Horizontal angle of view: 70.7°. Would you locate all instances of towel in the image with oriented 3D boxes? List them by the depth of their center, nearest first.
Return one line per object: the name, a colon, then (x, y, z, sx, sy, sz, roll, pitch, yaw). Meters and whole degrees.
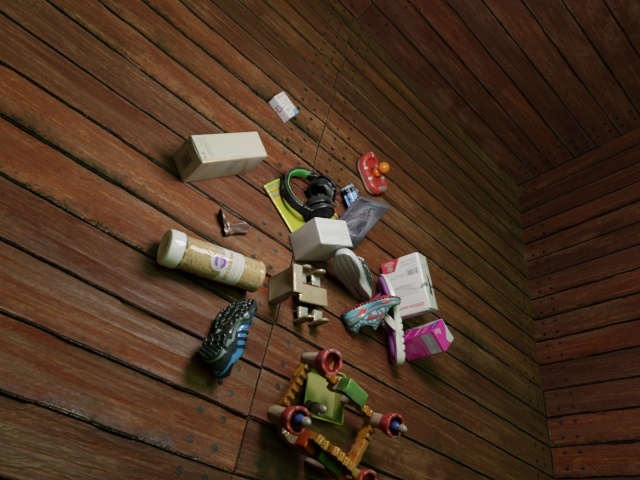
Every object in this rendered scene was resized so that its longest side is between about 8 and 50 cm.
towel: (-0.152, -0.146, 1.920, 0.102, 0.021, 0.237, -33, 93, -45)

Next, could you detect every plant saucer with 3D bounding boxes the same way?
plant saucer: (0.007, 0.564, 1.657, 0.188, 0.045, 0.189, 29, 51, -30)

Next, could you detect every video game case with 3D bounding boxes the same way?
video game case: (0.157, -0.074, 1.996, 0.196, 0.274, 0.026, 11, 40, -40)

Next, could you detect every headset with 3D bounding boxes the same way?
headset: (0.019, -0.192, 1.967, 0.394, 0.185, 0.244, 28, 45, -20)

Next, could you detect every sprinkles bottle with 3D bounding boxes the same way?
sprinkles bottle: (-0.360, 0.074, 1.517, 0.355, 0.121, 0.121, 23, 54, -35)

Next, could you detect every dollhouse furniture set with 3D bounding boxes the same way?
dollhouse furniture set: (-0.055, 0.191, 1.718, 0.242, 0.161, 0.212, 19, 56, -37)

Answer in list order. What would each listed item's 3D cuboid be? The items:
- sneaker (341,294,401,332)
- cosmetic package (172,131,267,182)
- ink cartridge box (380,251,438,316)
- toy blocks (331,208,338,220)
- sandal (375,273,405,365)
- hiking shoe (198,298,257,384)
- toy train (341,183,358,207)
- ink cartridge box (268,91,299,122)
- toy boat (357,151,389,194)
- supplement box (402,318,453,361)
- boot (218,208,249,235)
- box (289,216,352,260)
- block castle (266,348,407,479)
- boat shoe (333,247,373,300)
sneaker: (0.225, 0.314, 1.913, 0.261, 0.104, 0.125, -20, 90, -3)
cosmetic package: (-0.374, -0.317, 1.695, 0.309, 0.160, 0.113, -18, 82, -47)
ink cartridge box: (0.416, 0.220, 2.122, 0.114, 0.196, 0.273, 23, 52, -52)
toy blocks: (0.089, -0.098, 2.100, 0.123, 0.054, 0.148, 41, 44, -18)
sandal: (0.290, 0.344, 2.000, 0.102, 0.169, 0.417, -5, 66, -11)
hiking shoe: (-0.292, 0.315, 1.486, 0.304, 0.113, 0.132, -57, 140, -52)
toy train: (0.163, -0.187, 2.183, 0.184, 0.080, 0.105, 67, 13, 7)
ink cartridge box: (-0.175, -0.633, 2.143, 0.122, 0.052, 0.088, 53, 42, -10)
toy boat: (0.299, -0.365, 2.379, 0.150, 0.151, 0.231, -12, 77, -47)
supplement box: (0.469, 0.453, 2.038, 0.111, 0.220, 0.114, -32, 92, -49)
boot: (-0.324, -0.071, 1.695, 0.114, 0.037, 0.107, -10, 88, -43)
box: (0.000, 0.000, 1.864, 0.180, 0.181, 0.119, 5, 63, -43)
block castle: (0.070, 0.606, 1.505, 0.453, 0.212, 0.303, 49, 58, -21)
boat shoe: (0.142, 0.125, 1.928, 0.335, 0.121, 0.119, 64, 33, -45)
